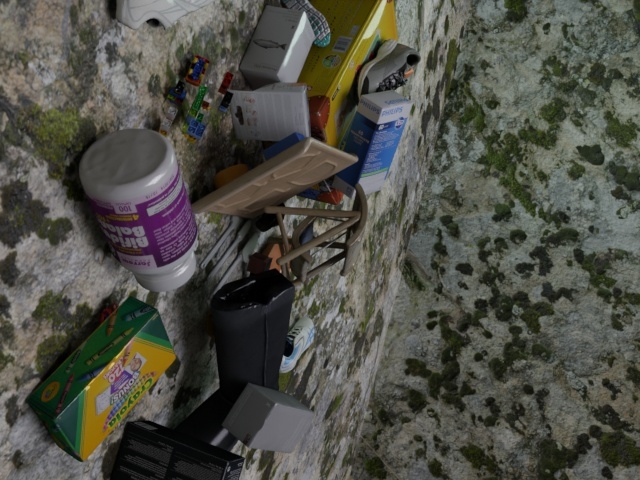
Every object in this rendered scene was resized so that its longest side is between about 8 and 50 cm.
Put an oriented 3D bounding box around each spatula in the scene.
[{"bbox_3d":[-0.227,0.029,1.973,0.168,0.019,0.242,85,27,-46],"label":"spatula"}]

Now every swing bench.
[{"bbox_3d":[0.000,0.000,1.967,0.253,0.254,0.165,92,-16,-70],"label":"swing bench"}]

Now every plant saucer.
[{"bbox_3d":[-0.135,0.077,2.233,0.200,0.037,0.200,16,90,-70],"label":"plant saucer"}]

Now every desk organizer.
[{"bbox_3d":[-0.175,0.101,2.092,0.047,0.050,0.130,-40,148,-68],"label":"desk organizer"}]

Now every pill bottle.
[{"bbox_3d":[-0.321,-0.044,1.435,0.301,0.169,0.169,82,30,-47],"label":"pill bottle"}]

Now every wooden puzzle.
[{"bbox_3d":[-0.107,-0.156,1.827,0.080,0.322,0.348,66,19,8],"label":"wooden puzzle"}]

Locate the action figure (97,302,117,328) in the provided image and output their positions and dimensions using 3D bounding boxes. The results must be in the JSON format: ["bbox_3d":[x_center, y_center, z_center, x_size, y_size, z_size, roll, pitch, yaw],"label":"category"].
[{"bbox_3d":[-0.427,0.175,1.524,0.115,0.030,0.038,-70,155,-19],"label":"action figure"}]

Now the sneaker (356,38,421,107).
[{"bbox_3d":[0.171,-0.423,2.009,0.271,0.108,0.100,-57,154,-31],"label":"sneaker"}]

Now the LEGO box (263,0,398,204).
[{"bbox_3d":[0.036,-0.413,2.100,0.372,0.193,0.500,74,36,-55],"label":"LEGO box"}]

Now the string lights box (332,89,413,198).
[{"bbox_3d":[0.132,-0.243,1.976,0.133,0.076,0.260,-19,137,-45],"label":"string lights box"}]

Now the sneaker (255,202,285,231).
[{"bbox_3d":[-0.118,-0.073,2.082,0.089,0.051,0.170,-43,180,30],"label":"sneaker"}]

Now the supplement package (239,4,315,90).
[{"bbox_3d":[-0.100,-0.447,1.837,0.105,0.105,0.179,57,51,-65],"label":"supplement package"}]

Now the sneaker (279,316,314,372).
[{"bbox_3d":[-0.083,0.321,2.496,0.237,0.085,0.086,-58,147,-47],"label":"sneaker"}]

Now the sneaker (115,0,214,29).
[{"bbox_3d":[-0.266,-0.446,1.406,0.292,0.110,0.118,-27,138,-54],"label":"sneaker"}]

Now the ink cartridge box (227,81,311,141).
[{"bbox_3d":[-0.116,-0.298,1.810,0.145,0.179,0.045,85,15,-45],"label":"ink cartridge box"}]

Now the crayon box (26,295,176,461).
[{"bbox_3d":[-0.410,0.263,1.492,0.278,0.081,0.165,-50,151,-32],"label":"crayon box"}]

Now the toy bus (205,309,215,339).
[{"bbox_3d":[-0.208,0.181,2.007,0.191,0.104,0.202,-62,159,-7],"label":"toy bus"}]

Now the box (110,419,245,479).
[{"bbox_3d":[-0.323,0.528,1.719,0.103,0.261,0.184,32,75,-70],"label":"box"}]

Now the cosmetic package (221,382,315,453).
[{"bbox_3d":[-0.122,0.437,1.898,0.127,0.107,0.238,-57,148,-4],"label":"cosmetic package"}]

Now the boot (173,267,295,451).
[{"bbox_3d":[-0.225,0.315,1.851,0.367,0.146,0.445,-34,147,-41],"label":"boot"}]

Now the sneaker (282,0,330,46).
[{"bbox_3d":[-0.027,-0.553,1.923,0.166,0.065,0.076,56,14,-4],"label":"sneaker"}]

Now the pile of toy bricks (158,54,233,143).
[{"bbox_3d":[-0.257,-0.262,1.578,0.105,0.118,0.212,-46,-157,56],"label":"pile of toy bricks"}]
